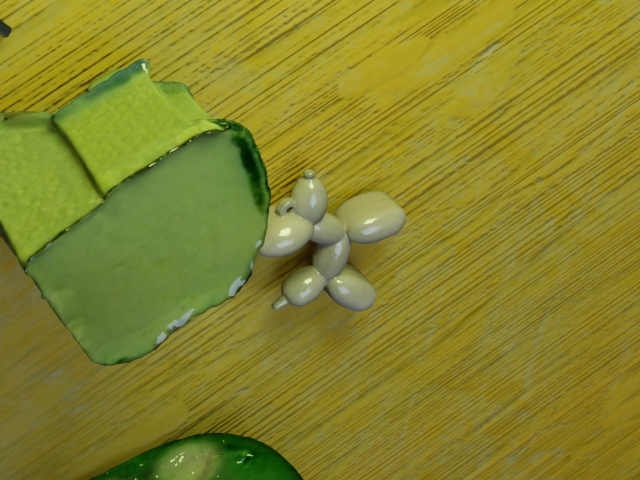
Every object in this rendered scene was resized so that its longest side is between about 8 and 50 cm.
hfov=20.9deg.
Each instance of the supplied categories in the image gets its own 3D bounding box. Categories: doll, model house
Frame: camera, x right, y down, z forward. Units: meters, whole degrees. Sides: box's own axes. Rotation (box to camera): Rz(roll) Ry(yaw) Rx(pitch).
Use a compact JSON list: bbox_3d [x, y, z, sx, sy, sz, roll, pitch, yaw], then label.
[{"bbox_3d":[0.000,0.000,1.692,0.160,0.059,0.161,-2,125,-33],"label":"doll"},{"bbox_3d":[-0.169,-0.045,1.457,0.214,0.189,0.195,-38,144,-6],"label":"model house"}]

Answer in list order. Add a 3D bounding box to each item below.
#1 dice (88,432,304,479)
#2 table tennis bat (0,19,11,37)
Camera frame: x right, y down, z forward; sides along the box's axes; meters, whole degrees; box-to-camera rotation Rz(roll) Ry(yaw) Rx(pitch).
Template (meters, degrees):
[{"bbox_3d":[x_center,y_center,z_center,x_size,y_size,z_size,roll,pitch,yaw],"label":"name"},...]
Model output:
[{"bbox_3d":[-0.117,0.396,1.756,0.287,0.297,0.300,-20,132,-14],"label":"dice"},{"bbox_3d":[-0.274,-0.187,1.391,0.083,0.007,0.050,44,57,-54],"label":"table tennis bat"}]
